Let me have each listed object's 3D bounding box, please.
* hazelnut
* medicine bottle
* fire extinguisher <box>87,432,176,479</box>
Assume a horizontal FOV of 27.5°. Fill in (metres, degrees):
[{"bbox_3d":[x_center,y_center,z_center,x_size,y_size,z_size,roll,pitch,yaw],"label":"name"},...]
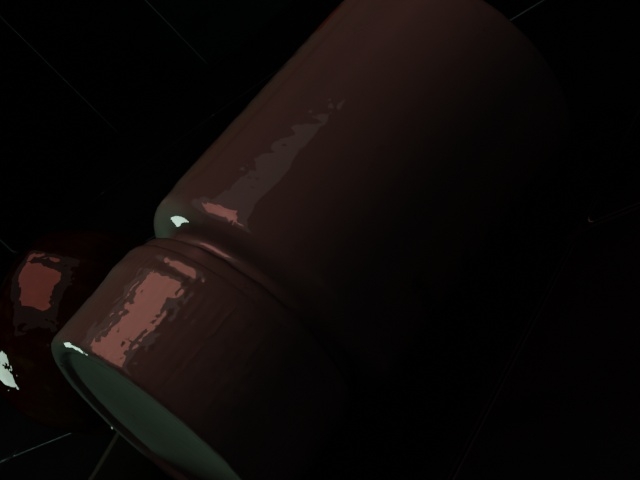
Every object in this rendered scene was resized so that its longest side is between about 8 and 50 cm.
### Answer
[{"bbox_3d":[-0.227,0.084,1.335,0.218,0.218,0.234,-33,19,39],"label":"hazelnut"},{"bbox_3d":[0.000,0.000,0.940,0.371,0.211,0.211,-50,16,-20],"label":"medicine bottle"},{"bbox_3d":[-0.123,0.169,1.037,0.093,0.118,0.294,0,33,18],"label":"fire extinguisher"}]
